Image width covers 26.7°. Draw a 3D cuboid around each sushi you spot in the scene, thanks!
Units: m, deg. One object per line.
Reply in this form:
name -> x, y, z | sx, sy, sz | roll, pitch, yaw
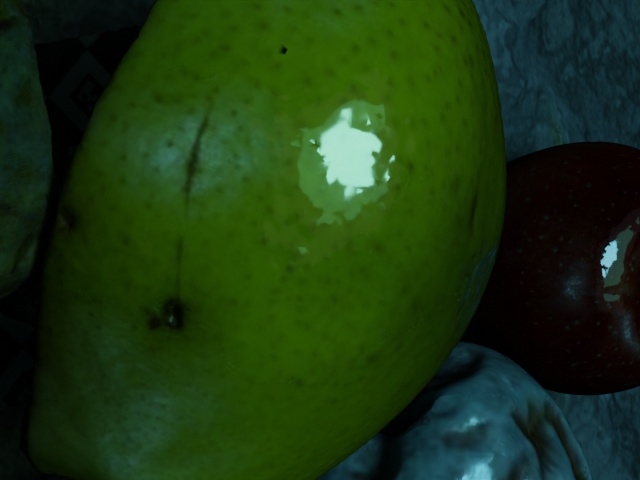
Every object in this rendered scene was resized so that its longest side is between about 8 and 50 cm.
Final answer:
sushi -> -0.166, -0.017, 0.894 | 0.220, 0.047, 0.231 | -20, 102, -40

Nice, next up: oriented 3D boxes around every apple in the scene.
apple -> 0.220, 0.023, 1.135 | 0.218, 0.201, 0.218 | -2, 92, -40

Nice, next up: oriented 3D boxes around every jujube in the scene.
jujube -> 0.102, 0.240, 0.992 | 0.246, 0.215, 0.308 | -60, 136, -64

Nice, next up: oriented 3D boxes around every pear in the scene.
pear -> 0.000, 0.000, 0.801 | 0.386, 0.191, 0.340 | -70, 162, 4

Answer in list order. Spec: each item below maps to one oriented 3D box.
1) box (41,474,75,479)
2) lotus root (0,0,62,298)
box -> -0.162, 0.260, 0.878 | 0.343, 0.065, 0.200 | -19, 101, -41
lotus root -> -0.319, -0.035, 0.640 | 0.346, 0.250, 0.250 | -22, 103, -38
